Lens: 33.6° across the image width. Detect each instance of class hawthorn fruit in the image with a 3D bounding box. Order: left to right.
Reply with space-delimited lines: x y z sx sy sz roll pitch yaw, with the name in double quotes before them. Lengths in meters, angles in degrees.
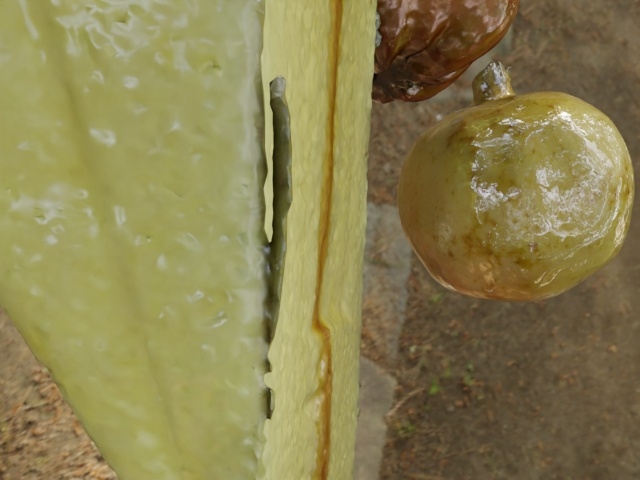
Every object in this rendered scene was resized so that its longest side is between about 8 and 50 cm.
"hawthorn fruit" 0.030 -0.232 0.805 0.224 0.224 0.261 5 68 -33

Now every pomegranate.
"pomegranate" 0.267 -0.083 1.507 0.342 0.342 0.342 15 61 -29

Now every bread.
"bread" 0.000 0.000 0.504 0.405 0.242 0.346 59 12 -11
